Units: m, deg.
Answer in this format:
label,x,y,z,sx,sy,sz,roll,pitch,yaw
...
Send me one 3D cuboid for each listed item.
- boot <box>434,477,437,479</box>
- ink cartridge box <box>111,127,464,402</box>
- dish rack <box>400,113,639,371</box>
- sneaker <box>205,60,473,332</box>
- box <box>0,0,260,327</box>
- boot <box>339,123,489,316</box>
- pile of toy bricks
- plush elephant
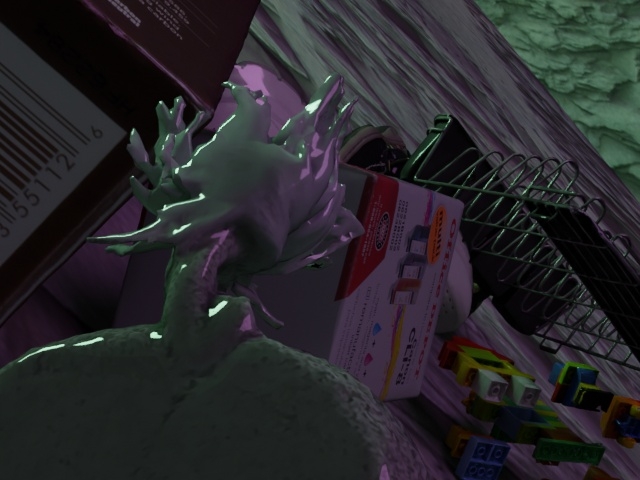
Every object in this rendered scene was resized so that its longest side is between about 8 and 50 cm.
label,x,y,z,sx,sy,sz,roll,pitch,yaw
boot,0.068,0.214,0.744,0.220,0.109,0.283,37,8,-23
ink cartridge box,-0.012,0.017,0.855,0.127,0.128,0.176,14,2,20
dish rack,0.183,0.011,1.156,0.208,0.074,0.271,50,-14,-23
sneaker,0.000,0.000,1.105,0.297,0.111,0.129,34,40,-31
box,-0.143,-0.098,0.797,0.143,0.191,0.381,42,18,-14
boot,0.071,-0.007,1.279,0.178,0.085,0.236,50,18,4
pile of toy bricks,0.161,0.136,1.153,0.212,0.118,0.105,13,15,-31
plush elephant,-0.043,0.151,0.423,0.255,0.271,0.330,79,25,-47
